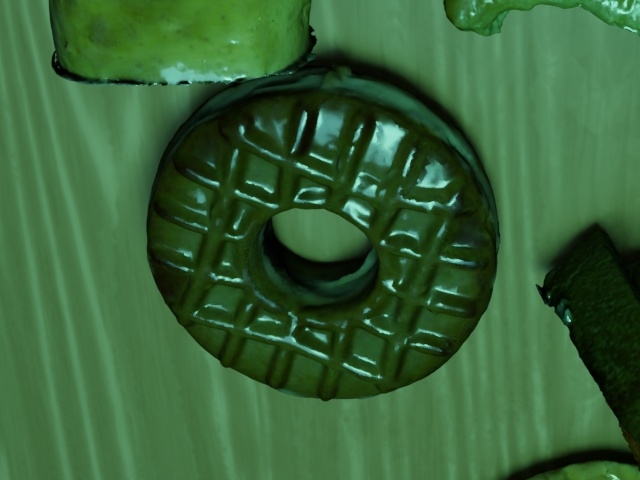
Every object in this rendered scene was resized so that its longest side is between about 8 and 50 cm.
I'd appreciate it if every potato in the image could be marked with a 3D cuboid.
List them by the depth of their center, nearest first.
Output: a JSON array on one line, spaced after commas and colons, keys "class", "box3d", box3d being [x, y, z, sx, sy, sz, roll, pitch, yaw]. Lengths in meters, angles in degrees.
[{"class": "potato", "box3d": [-0.103, -0.262, 1.138, 0.229, 0.229, 0.266, 6, 121, 8]}]

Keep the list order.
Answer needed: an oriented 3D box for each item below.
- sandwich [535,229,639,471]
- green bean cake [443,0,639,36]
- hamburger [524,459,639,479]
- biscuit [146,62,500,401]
[{"class": "sandwich", "box3d": [0.330, 0.145, 1.306, 0.162, 0.250, 0.301, -28, 119, 8]}, {"class": "green bean cake", "box3d": [0.232, -0.230, 1.139, 0.236, 0.124, 0.233, 23, 123, -3]}, {"class": "hamburger", "box3d": [0.247, 0.290, 1.468, 0.155, 0.135, 0.207, 38, 120, -15]}, {"class": "biscuit", "box3d": [0.000, 0.000, 1.351, 0.332, 0.103, 0.332, 5, 122, 8]}]
